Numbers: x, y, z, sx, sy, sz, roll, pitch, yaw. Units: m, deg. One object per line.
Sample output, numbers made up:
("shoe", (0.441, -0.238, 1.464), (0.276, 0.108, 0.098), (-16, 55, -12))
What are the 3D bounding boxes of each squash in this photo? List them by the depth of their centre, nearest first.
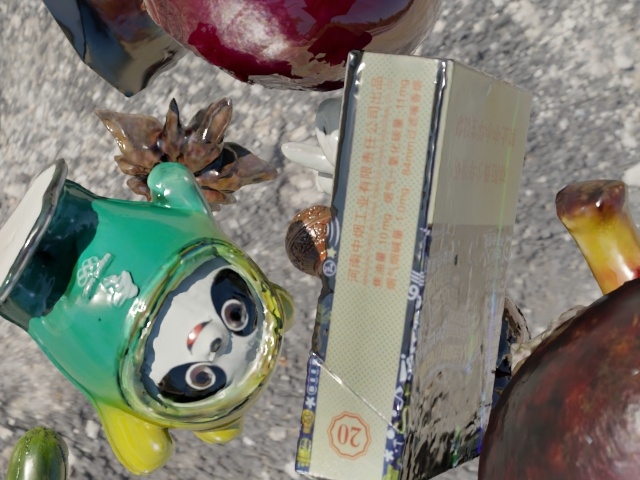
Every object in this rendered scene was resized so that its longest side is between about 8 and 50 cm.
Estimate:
("squash", (-0.388, 0.401, 1.459), (0.087, 0.087, 0.331), (19, 79, -16))

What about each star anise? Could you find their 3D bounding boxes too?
("star anise", (-0.248, -0.114, 1.944), (0.349, 0.109, 0.292), (-2, 124, 6))

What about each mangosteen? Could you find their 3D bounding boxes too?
("mangosteen", (0.180, 0.082, 0.551), (0.235, 0.235, 0.261), (-9, 59, -20))

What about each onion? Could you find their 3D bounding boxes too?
("onion", (-0.033, -0.277, 1.100), (0.282, 0.260, 0.336), (-45, 123, 9))

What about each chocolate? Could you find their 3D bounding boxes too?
("chocolate", (-0.245, -0.457, 1.743), (0.331, 0.383, 0.384), (-29, 94, 13))

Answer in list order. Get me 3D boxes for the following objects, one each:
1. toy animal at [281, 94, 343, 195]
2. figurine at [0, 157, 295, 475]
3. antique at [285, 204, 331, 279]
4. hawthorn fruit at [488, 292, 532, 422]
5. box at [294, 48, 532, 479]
("toy animal", (0.043, -0.125, 1.323), (0.138, 0.282, 0.140), (33, 86, 19))
("figurine", (-0.195, 0.078, 1.272), (0.340, 0.231, 0.324), (33, 79, -22))
("antique", (0.000, 0.000, 1.532), (0.104, 0.104, 0.104), (2, 83, -19))
("hawthorn fruit", (0.131, 0.108, 1.078), (0.181, 0.235, 0.181), (2, 84, -20))
("box", (0.078, 0.021, 0.878), (0.084, 0.198, 0.310), (9, 94, 26))
